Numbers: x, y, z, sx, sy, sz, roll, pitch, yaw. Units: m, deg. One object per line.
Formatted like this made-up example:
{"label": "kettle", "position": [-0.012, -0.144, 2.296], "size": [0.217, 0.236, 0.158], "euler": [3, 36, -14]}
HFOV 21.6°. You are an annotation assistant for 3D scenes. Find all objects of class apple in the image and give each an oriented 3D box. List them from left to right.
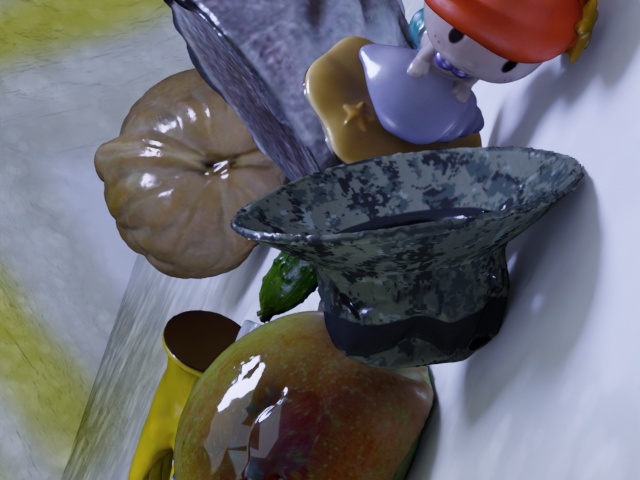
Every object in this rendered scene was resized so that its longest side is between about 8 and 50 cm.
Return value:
{"label": "apple", "position": [-0.017, 0.151, 1.286], "size": [0.188, 0.173, 0.207], "euler": [-67, 26, 10]}

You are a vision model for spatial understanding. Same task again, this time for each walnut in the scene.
{"label": "walnut", "position": [-0.176, -0.093, 2.355], "size": [0.285, 0.285, 0.296], "euler": [161, 110, -76]}

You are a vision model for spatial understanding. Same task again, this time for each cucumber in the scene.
{"label": "cucumber", "position": [0.000, 0.000, 1.745], "size": [0.227, 0.069, 0.069], "euler": [-52, 15, 22]}

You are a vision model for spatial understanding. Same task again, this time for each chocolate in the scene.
{"label": "chocolate", "position": [-0.007, -0.213, 1.827], "size": [0.213, 0.303, 0.303], "euler": [-39, 7, -8]}

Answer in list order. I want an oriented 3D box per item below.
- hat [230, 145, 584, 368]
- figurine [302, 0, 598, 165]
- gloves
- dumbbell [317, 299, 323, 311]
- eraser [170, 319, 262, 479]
{"label": "hat", "position": [0.065, 0.019, 1.190], "size": [0.265, 0.265, 0.128], "euler": [-110, 13, -75]}
{"label": "figurine", "position": [0.115, -0.174, 1.313], "size": [0.208, 0.181, 0.257], "euler": [-30, -10, -40]}
{"label": "gloves", "position": [-0.178, 0.238, 2.141], "size": [0.133, 0.116, 0.294], "euler": [-34, -30, -52]}
{"label": "dumbbell", "position": [0.002, 0.129, 1.443], "size": [0.231, 0.092, 0.082], "euler": [-58, 41, 36]}
{"label": "eraser", "position": [-0.097, 0.224, 1.721], "size": [0.130, 0.086, 0.287], "euler": [-176, 110, -80]}
